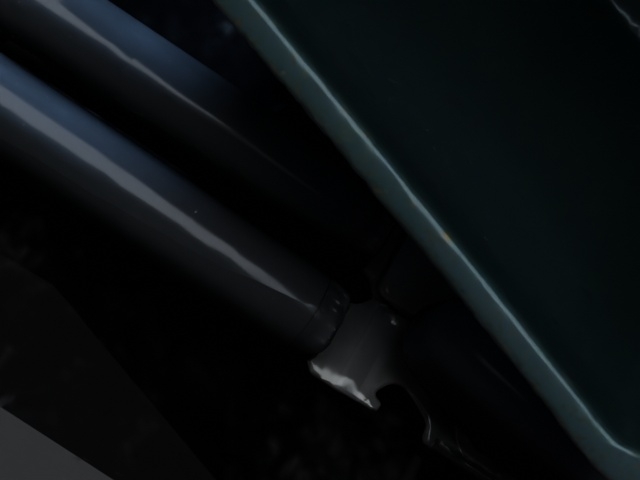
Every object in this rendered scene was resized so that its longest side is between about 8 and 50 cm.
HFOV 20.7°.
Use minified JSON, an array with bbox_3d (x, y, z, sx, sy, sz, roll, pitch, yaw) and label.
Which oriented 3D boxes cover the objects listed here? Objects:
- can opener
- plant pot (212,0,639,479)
[{"bbox_3d":[0.000,0.000,0.596,0.280,0.093,0.074,33,70,-9],"label":"can opener"},{"bbox_3d":[0.138,-0.110,0.591,0.248,0.247,0.252,51,19,-1],"label":"plant pot"}]
